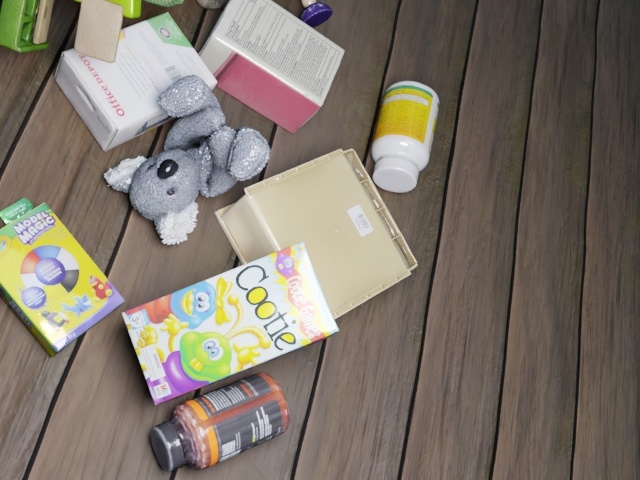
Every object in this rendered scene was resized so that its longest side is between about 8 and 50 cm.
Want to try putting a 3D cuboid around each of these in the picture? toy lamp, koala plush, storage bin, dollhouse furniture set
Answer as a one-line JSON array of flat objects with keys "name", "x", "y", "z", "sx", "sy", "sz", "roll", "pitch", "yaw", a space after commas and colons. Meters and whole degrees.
[{"name": "toy lamp", "x": -0.062, "y": -0.572, "z": 1.499, "sx": 0.080, "sy": 0.080, "sz": 0.274, "roll": -24, "pitch": 86, "yaw": -34}, {"name": "koala plush", "x": -0.221, "y": -0.114, "z": 1.201, "sx": 0.196, "sy": 0.203, "sz": 0.221, "roll": 43, "pitch": 78, "yaw": 1}, {"name": "storage bin", "x": 0.000, "y": 0.000, "z": 1.295, "sx": 0.260, "sy": 0.123, "sz": 0.262, "roll": -27, "pitch": 86, "yaw": -34}, {"name": "dollhouse furniture set", "x": -0.350, "y": -0.373, "z": 1.190, "sx": 0.198, "sy": 0.151, "sz": 0.301, "roll": 18, "pitch": 20, "yaw": 0}]

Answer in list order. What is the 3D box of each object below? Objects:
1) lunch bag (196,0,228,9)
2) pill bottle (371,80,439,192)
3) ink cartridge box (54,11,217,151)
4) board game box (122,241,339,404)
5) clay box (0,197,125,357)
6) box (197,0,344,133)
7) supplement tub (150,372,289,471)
[{"name": "lunch bag", "x": -0.110, "y": -0.588, "z": 1.321, "sx": 0.305, "sy": 0.256, "sz": 0.212, "roll": -16, "pitch": 82, "yaw": -11}, {"name": "pill bottle", "x": 0.166, "y": -0.205, "z": 1.468, "sx": 0.118, "sy": 0.118, "sz": 0.208, "roll": 24, "pitch": 62, "yaw": -20}, {"name": "ink cartridge box", "x": -0.310, "y": -0.269, "z": 1.234, "sx": 0.212, "sy": 0.093, "sz": 0.154, "roll": -36, "pitch": 90, "yaw": -36}, {"name": "board game box", "x": -0.126, "y": 0.123, "z": 1.092, "sx": 0.275, "sy": 0.142, "sz": 0.144, "roll": -22, "pitch": 83, "yaw": -3}, {"name": "clay box", "x": -0.412, "y": 0.045, "z": 1.082, "sx": 0.127, "sy": 0.053, "sz": 0.222, "roll": -41, "pitch": 96, "yaw": -34}, {"name": "box", "x": -0.097, "y": -0.334, "z": 1.359, "sx": 0.232, "sy": 0.127, "sz": 0.148, "roll": 30, "pitch": 60, "yaw": -17}, {"name": "supplement tub", "x": -0.153, "y": 0.279, "z": 1.113, "sx": 0.198, "sy": 0.106, "sz": 0.106, "roll": -16, "pitch": 80, "yaw": -33}]
